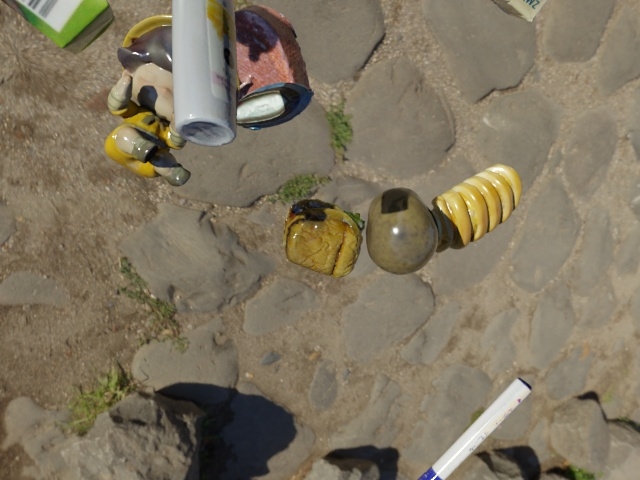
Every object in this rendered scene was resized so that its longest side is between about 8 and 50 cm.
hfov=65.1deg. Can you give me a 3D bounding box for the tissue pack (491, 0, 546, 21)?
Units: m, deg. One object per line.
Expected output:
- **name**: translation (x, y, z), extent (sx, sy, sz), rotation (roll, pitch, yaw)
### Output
- **tissue pack**: translation (0.321, -0.486, 0.842), extent (0.196, 0.092, 0.148), rotation (19, 119, -29)

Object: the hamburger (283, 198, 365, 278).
- **hamburger**: translation (0.000, 0.000, 1.243), extent (0.205, 0.130, 0.183), rotation (19, 115, 4)

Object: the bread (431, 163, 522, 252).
- **bread**: translation (0.425, -0.091, 1.345), extent (0.311, 0.121, 0.173), rotation (-30, 130, -22)

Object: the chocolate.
- **chocolate**: translation (-0.564, -0.509, 0.975), extent (0.300, 0.289, 0.137), rotation (40, 91, -26)

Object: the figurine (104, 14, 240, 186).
- **figurine**: translation (-0.243, -0.223, 0.790), extent (0.192, 0.167, 0.257), rotation (38, 68, -32)

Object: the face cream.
- **face cream**: translation (-0.119, -0.201, 0.522), extent (0.084, 0.057, 0.199), rotation (26, 58, -64)

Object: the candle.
- **candle**: translation (-0.162, -0.417, 1.306), extent (0.287, 0.131, 0.317), rotation (35, 129, -4)

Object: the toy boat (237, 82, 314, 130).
- **toy boat**: translation (-0.073, -0.204, 0.759), extent (0.060, 0.137, 0.060), rotation (-32, 109, -54)

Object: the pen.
- **pen**: translation (0.243, 0.328, 0.819), extent (0.269, 0.033, 0.033), rotation (-47, 125, 3)

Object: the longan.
- **longan**: translation (0.172, -0.020, 1.077), extent (0.167, 0.167, 0.188), rotation (-21, 92, -24)
